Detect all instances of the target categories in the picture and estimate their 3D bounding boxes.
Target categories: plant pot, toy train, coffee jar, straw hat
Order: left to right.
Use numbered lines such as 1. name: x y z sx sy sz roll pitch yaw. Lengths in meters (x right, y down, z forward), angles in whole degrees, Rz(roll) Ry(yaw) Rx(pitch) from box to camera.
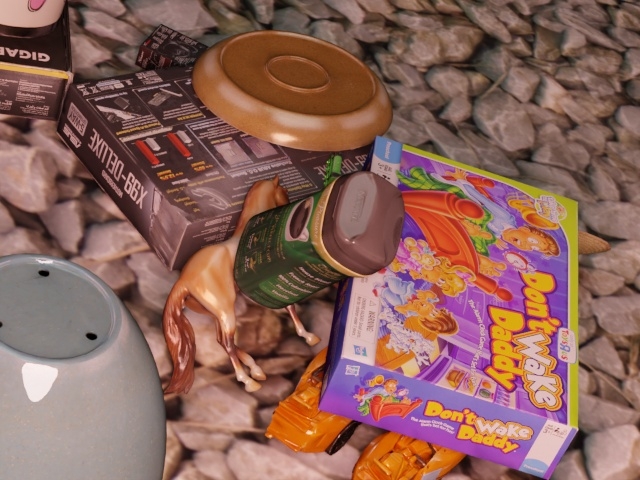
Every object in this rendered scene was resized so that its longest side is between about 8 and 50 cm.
1. plant pot: -0.260 0.126 1.496 0.290 0.195 0.290 13 39 -11
2. plant pot: -0.028 -0.180 1.957 0.236 0.032 0.236 11 34 -8
3. coffee jar: 0.000 0.000 1.642 0.079 0.184 0.096 30 59 -27
4. toy train: 0.014 -0.067 1.871 0.017 0.023 0.083 18 42 -10
5. straw hat: 0.257 0.020 1.973 0.144 0.144 0.061 16 80 -8

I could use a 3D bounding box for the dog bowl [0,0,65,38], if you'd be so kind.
1. dog bowl: -0.422 -0.393 1.829 0.408 0.150 0.408 32 18 -12

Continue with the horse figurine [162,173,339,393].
1. horse figurine: -0.074 0.049 1.732 0.263 0.066 0.174 -35 92 -40

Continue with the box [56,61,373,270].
1. box: -0.102 -0.102 1.935 0.307 0.076 0.242 -17 52 -38

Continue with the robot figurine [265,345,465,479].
1. robot figurine: 0.090 0.155 1.719 0.211 0.085 0.291 37 41 17

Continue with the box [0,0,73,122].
1. box: -0.450 -0.261 1.955 0.322 0.079 0.257 8 39 -18

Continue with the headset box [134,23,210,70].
1. headset box: -0.172 -0.220 2.075 0.083 0.032 0.062 27 39 4

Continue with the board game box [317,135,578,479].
1. board game box: 0.137 0.058 1.722 0.233 0.078 0.347 17 39 -6
